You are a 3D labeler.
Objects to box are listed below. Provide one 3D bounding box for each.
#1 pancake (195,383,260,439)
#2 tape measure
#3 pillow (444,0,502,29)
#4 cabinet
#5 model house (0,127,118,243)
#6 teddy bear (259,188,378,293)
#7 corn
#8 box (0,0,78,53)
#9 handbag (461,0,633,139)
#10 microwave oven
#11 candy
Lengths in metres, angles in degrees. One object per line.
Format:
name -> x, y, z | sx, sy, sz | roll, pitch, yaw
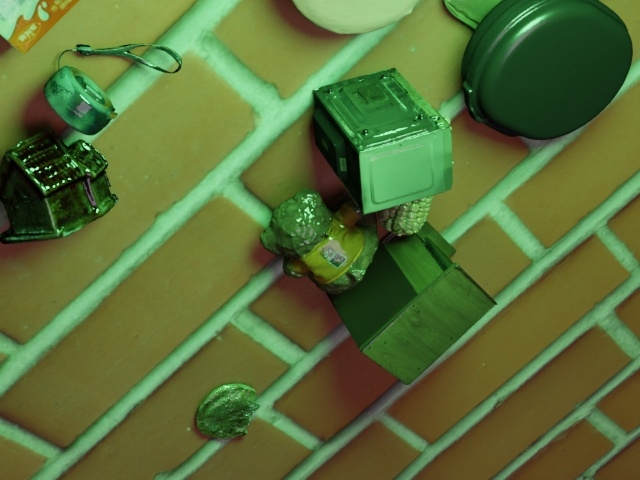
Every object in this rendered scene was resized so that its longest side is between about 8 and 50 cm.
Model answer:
pancake -> -0.170, 0.313, 1.874 | 0.116, 0.023, 0.130 | 11, 118, -26
tape measure -> -0.280, -0.221, 1.396 | 0.179, 0.107, 0.104 | -29, 126, 2
pillow -> 0.287, -0.359, 1.591 | 0.130, 0.033, 0.217 | -44, 131, 14
cabinet -> 0.158, 0.099, 1.768 | 0.215, 0.175, 0.148 | -44, 128, 9
model house -> -0.381, -0.086, 1.466 | 0.165, 0.106, 0.152 | -37, 127, -43
teddy bear -> 0.000, 0.000, 1.663 | 0.190, 0.140, 0.177 | 32, 109, -28
corn -> 0.152, -0.105, 1.681 | 0.087, 0.087, 0.211 | 0, 121, -23
box -> -0.372, -0.410, 1.263 | 0.273, 0.048, 0.265 | -40, 129, 8
handbag -> 0.351, -0.275, 1.613 | 0.308, 0.093, 0.254 | 16, 123, -43
microwave oven -> 0.089, -0.158, 1.538 | 0.163, 0.205, 0.129 | -16, 128, -14
candy -> 0.057, -0.408, 1.419 | 0.255, 0.094, 0.255 | -11, 127, -16
